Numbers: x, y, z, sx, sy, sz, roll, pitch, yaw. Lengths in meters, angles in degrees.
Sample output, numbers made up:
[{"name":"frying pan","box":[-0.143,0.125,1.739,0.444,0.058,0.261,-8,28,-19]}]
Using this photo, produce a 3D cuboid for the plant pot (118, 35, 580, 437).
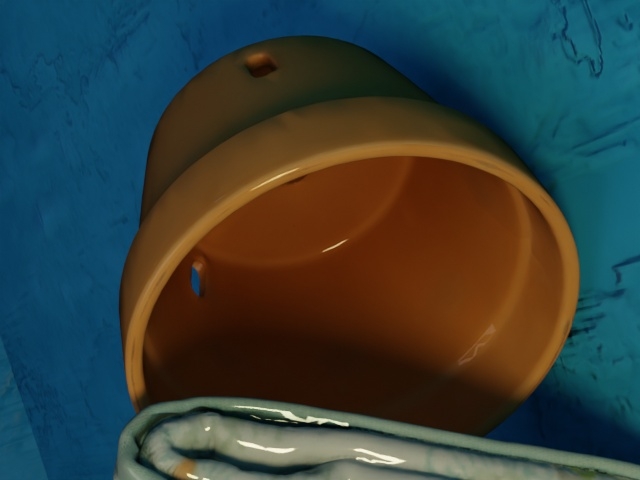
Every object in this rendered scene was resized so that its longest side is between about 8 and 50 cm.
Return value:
[{"name":"plant pot","box":[0.000,0.000,0.977,0.203,0.291,0.291,-112,21,-49]}]

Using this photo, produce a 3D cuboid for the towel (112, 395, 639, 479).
[{"name":"towel","box":[0.047,0.245,0.954,0.090,0.375,0.320,-80,1,-45]}]
